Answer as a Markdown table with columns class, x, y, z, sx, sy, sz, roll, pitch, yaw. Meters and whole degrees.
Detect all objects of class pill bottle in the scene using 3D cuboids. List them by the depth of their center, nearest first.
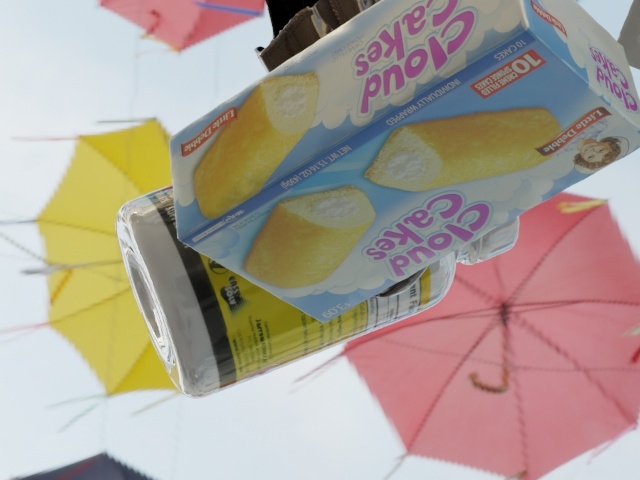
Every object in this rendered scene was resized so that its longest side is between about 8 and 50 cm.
| class | x | y | z | sx | sy | sz | roll | pitch | yaw |
| --- | --- | --- | --- | --- | --- | --- | --- | --- | --- |
| pill bottle | 0.000 | 0.000 | 1.369 | 0.334 | 0.188 | 0.188 | -21 | -96 | -14 |

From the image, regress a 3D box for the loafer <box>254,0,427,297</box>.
| class | x | y | z | sx | sy | sz | roll | pitch | yaw |
| --- | --- | --- | --- | --- | --- | --- | --- | --- | --- |
| loafer | 0.002 | -0.129 | 1.216 | 0.134 | 0.130 | 0.366 | -34 | -117 | 55 |

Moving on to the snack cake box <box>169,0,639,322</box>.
| class | x | y | z | sx | sy | sz | roll | pitch | yaw |
| --- | --- | --- | --- | --- | --- | --- | --- | --- | --- |
| snack cake box | 0.052 | -0.063 | 0.955 | 0.264 | 0.152 | 0.089 | -31 | -132 | 27 |

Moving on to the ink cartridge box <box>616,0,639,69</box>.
| class | x | y | z | sx | sy | sz | roll | pitch | yaw |
| --- | --- | --- | --- | --- | --- | --- | --- | --- | --- |
| ink cartridge box | 0.449 | -0.207 | 1.097 | 0.385 | 0.091 | 0.308 | 22 | -64 | 10 |
